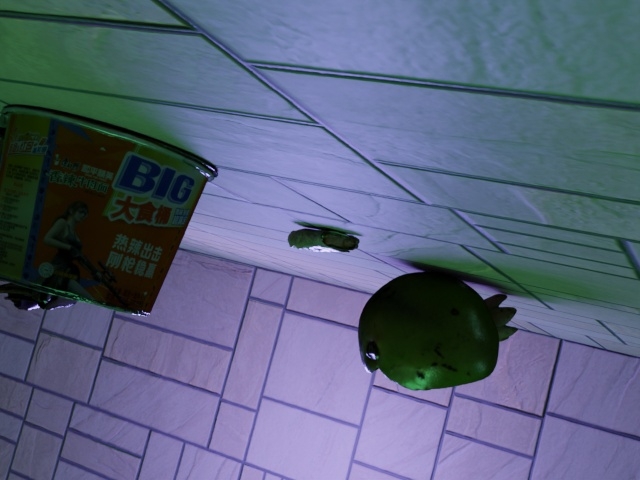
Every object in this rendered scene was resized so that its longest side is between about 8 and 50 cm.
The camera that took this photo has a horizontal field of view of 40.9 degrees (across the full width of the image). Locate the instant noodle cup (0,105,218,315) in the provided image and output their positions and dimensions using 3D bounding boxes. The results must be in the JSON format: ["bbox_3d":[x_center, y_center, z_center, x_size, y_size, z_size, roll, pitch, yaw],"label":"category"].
[{"bbox_3d":[-0.303,-0.029,1.137,0.296,0.214,0.296,15,174,2],"label":"instant noodle cup"}]

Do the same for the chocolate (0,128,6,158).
[{"bbox_3d":[-0.464,-0.088,1.335,0.214,0.148,0.093,20,-170,-20],"label":"chocolate"}]

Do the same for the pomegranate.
[{"bbox_3d":[0.244,0.162,1.768,0.358,0.216,0.309,-16,-171,-26],"label":"pomegranate"}]

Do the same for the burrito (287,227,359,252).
[{"bbox_3d":[0.000,0.000,1.527,0.055,0.041,0.149,2,-179,-42],"label":"burrito"}]

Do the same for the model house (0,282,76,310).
[{"bbox_3d":[-0.615,-0.004,1.832,0.282,0.317,0.297,10,166,11],"label":"model house"}]
